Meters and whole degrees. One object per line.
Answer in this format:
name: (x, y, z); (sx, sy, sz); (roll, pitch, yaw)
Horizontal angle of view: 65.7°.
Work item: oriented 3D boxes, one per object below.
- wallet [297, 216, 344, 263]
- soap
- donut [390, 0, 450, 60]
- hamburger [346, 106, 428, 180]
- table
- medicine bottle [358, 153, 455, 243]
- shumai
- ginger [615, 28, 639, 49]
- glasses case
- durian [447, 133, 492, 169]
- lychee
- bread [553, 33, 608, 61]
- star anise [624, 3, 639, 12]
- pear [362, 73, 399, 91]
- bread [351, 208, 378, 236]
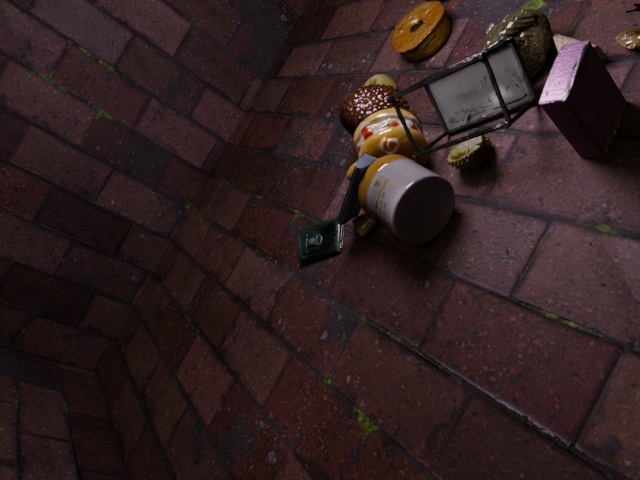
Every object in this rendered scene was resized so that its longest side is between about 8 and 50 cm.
wallet: (-0.002, -0.001, 2.029); (0.236, 0.055, 0.160); (-19, 58, 42)
soap: (0.673, -0.354, 1.267); (0.081, 0.259, 0.181); (12, 76, 55)
donut: (0.430, -0.877, 2.087); (0.277, 0.108, 0.277); (-31, 43, 34)
hamburger: (0.232, -0.313, 1.776); (0.302, 0.261, 0.186); (-15, 52, 19)
table: (0.442, -0.440, 1.552); (0.335, 0.222, 0.272); (-15, 17, 46)
medicine bottle: (0.276, -0.137, 1.617); (0.238, 0.238, 0.232); (-54, 36, 8)
shumai: (0.634, -0.635, 1.635); (0.256, 0.189, 0.218); (-45, 15, 31)
ginger: (0.909, -0.574, 1.317); (0.214, 0.059, 0.133); (11, 82, 55)
glasses case: (0.117, -0.178, 1.739); (0.056, 0.105, 0.266); (42, 140, 23)
durian: (0.487, -0.290, 1.607); (0.146, 0.102, 0.208); (-27, 22, 38)
lychee: (0.218, -0.494, 1.946); (0.267, 0.267, 0.267); (-31, 44, 35)
bread: (0.767, -0.572, 1.468); (0.105, 0.077, 0.152); (-30, 47, 41)
star anise: (0.852, -0.579, 1.230); (0.140, 0.144, 0.158); (-53, 40, 13)
pear: (0.254, -0.619, 2.094); (0.167, 0.136, 0.167); (-29, 48, 38)
bread: (0.195, -0.110, 1.853); (0.178, 0.060, 0.139); (-45, 36, 20)
